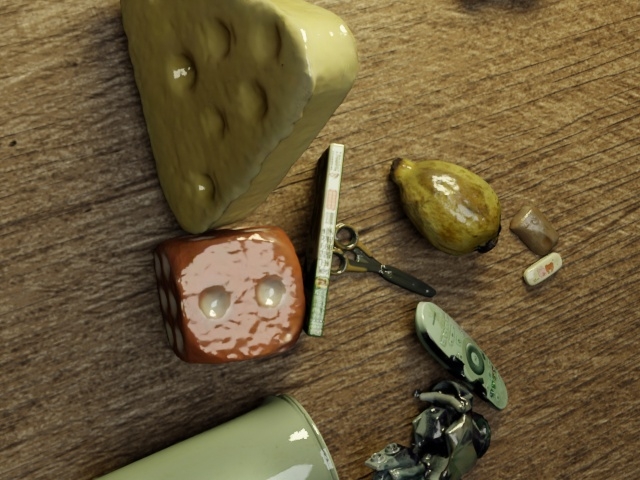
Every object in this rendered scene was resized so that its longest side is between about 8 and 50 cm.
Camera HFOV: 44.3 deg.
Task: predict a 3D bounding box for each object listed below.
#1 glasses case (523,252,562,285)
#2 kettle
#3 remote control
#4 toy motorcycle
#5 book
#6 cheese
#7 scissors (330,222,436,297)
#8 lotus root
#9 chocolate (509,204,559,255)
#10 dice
[{"bbox_3d":[0.401,0.051,1.417,0.083,0.021,0.032,-30,104,-19],"label":"glasses case"},{"bbox_3d":[-0.133,0.382,1.084,0.318,0.265,0.205,-21,125,-23],"label":"kettle"},{"bbox_3d":[0.237,0.199,1.331,0.256,0.045,0.097,45,37,-19],"label":"remote control"},{"bbox_3d":[0.179,0.327,1.284,0.271,0.106,0.159,-19,104,-36],"label":"toy motorcycle"},{"bbox_3d":[0.000,0.000,1.154,0.027,0.202,0.264,7,89,-6],"label":"book"},{"bbox_3d":[-0.103,-0.209,1.020,0.104,0.384,0.383,-19,100,-43],"label":"cheese"},{"bbox_3d":[0.102,0.048,1.297,0.220,0.017,0.088,26,81,-22],"label":"scissors"},{"bbox_3d":[0.202,-0.060,1.281,0.214,0.138,0.138,32,80,-9],"label":"lotus root"},{"bbox_3d":[0.389,-0.015,1.406,0.100,0.031,0.064,45,80,-19],"label":"chocolate"},{"bbox_3d":[-0.133,0.072,1.115,0.179,0.174,0.174,-6,95,-23],"label":"dice"}]
